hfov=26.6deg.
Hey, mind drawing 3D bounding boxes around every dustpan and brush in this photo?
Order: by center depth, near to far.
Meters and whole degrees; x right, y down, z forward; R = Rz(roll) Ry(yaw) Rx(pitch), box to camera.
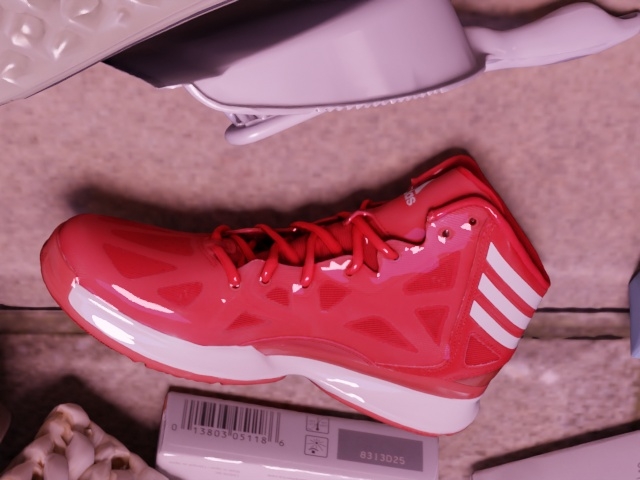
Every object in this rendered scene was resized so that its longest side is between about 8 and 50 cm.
[{"bbox_3d":[0.029,-0.073,0.512,0.211,0.147,0.060,-22,108,-15],"label":"dustpan and brush"}]

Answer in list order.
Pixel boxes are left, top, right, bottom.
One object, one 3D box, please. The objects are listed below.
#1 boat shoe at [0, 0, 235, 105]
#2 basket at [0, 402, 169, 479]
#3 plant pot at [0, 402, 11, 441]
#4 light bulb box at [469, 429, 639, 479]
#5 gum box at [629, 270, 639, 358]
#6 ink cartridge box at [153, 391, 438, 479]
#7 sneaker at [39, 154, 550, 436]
[{"bbox_3d":[0.017,-0.161,0.396,0.500,0.156,0.187,-15,121,17],"label":"boat shoe"},{"bbox_3d":[-0.141,0.307,0.581,0.266,0.328,0.331,40,109,-4],"label":"basket"},{"bbox_3d":[-0.340,0.108,0.564,0.280,0.323,0.323,43,120,-9],"label":"plant pot"},{"bbox_3d":[0.305,0.262,0.688,0.361,0.225,0.358,-17,127,14],"label":"light bulb box"},{"bbox_3d":[0.226,0.012,0.550,0.157,0.041,0.184,5,159,-2],"label":"gum box"},{"bbox_3d":[-0.024,0.158,0.742,0.145,0.045,0.179,9,139,-6],"label":"ink cartridge box"},{"bbox_3d":[0.000,0.000,0.591,0.221,0.087,0.128,16,120,-26],"label":"sneaker"}]
